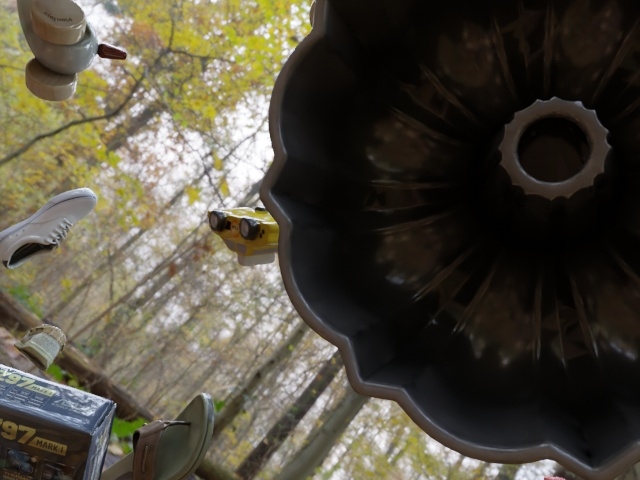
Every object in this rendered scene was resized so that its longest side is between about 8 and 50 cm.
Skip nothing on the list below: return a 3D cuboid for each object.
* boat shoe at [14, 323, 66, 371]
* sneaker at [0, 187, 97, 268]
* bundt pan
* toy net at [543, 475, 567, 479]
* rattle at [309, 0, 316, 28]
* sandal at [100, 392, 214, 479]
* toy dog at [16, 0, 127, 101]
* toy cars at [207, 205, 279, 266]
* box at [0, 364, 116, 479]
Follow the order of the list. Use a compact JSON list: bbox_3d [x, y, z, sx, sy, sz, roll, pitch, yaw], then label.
[{"bbox_3d":[-0.328,0.124,0.695,0.050,0.045,0.135,49,-29,-18],"label":"boat shoe"},{"bbox_3d":[-0.627,-0.022,1.362,0.091,0.258,0.094,51,-8,25],"label":"sneaker"},{"bbox_3d":[0.136,-0.041,0.356,0.330,0.331,0.124,34,5,17],"label":"bundt pan"},{"bbox_3d":[0.241,0.352,0.726,0.232,0.122,0.045,3,1,24],"label":"toy net"},{"bbox_3d":[0.029,-0.435,1.197,0.130,0.200,0.142,23,0,-15],"label":"rattle"},{"bbox_3d":[-0.300,0.375,1.008,0.086,0.302,0.120,45,9,-37],"label":"sandal"},{"bbox_3d":[-0.446,-0.408,1.027,0.220,0.160,0.334,-22,-103,53],"label":"toy dog"},{"bbox_3d":[0.000,0.000,0.919,0.393,0.176,0.087,2,-79,9],"label":"toy cars"},{"bbox_3d":[-0.338,0.213,0.580,0.232,0.059,0.184,17,-71,-2],"label":"box"}]
